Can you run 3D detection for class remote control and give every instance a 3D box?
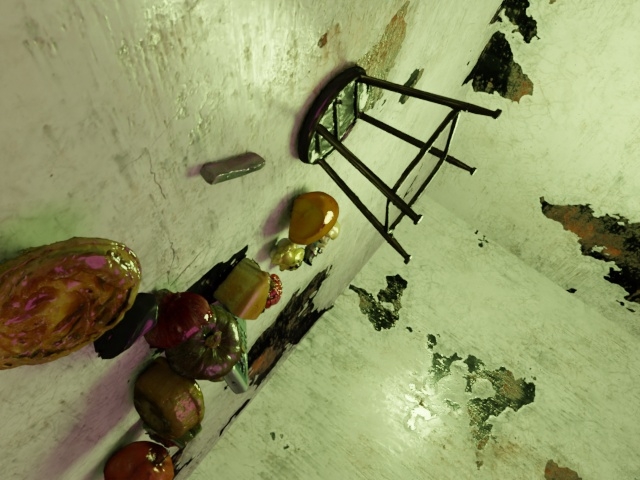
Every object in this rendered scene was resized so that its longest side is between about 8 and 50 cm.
[{"bbox_3d":[-0.266,0.323,1.815,0.296,0.056,0.140,-98,172,-48],"label":"remote control"}]

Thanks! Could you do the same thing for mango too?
[{"bbox_3d":[-0.014,-0.076,1.903,0.187,0.138,0.257,-64,170,17],"label":"mango"}]

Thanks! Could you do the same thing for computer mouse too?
[{"bbox_3d":[-0.419,0.177,1.242,0.172,0.099,0.057,-52,158,-19],"label":"computer mouse"}]

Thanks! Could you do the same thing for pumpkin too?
[{"bbox_3d":[-0.312,0.279,1.610,0.162,0.219,0.219,-21,-163,50],"label":"pumpkin"}]

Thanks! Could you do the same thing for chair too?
[{"bbox_3d":[0.179,-0.235,1.566,0.362,0.410,0.365,-52,166,-11],"label":"chair"}]

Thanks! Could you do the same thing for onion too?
[{"bbox_3d":[-0.355,0.180,1.419,0.183,0.147,0.184,-20,-164,6],"label":"onion"}]

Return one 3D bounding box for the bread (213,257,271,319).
[{"bbox_3d":[-0.225,0.159,1.793,0.169,0.140,0.160,-51,161,-13],"label":"bread"}]

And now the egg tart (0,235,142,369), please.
[{"bbox_3d":[-0.436,0.090,0.934,0.297,0.132,0.297,-34,154,-19],"label":"egg tart"}]

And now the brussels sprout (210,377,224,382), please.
[{"bbox_3d":[-0.355,0.366,1.860,0.131,0.145,0.183,-25,122,-7],"label":"brussels sprout"}]

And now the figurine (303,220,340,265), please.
[{"bbox_3d":[0.000,0.000,2.160,0.196,0.108,0.114,-64,163,-13],"label":"figurine"}]

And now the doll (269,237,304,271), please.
[{"bbox_3d":[-0.114,0.055,2.012,0.117,0.086,0.291,-49,169,-2],"label":"doll"}]

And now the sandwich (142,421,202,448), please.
[{"bbox_3d":[-0.498,0.642,1.940,0.109,0.184,0.160,-49,160,-52],"label":"sandwich"}]

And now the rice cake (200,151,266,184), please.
[{"bbox_3d":[-0.188,-0.162,1.293,0.036,0.047,0.206,-44,172,32],"label":"rice cake"}]

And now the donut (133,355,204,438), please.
[{"bbox_3d":[-0.435,0.461,1.673,0.128,0.208,0.261,-42,158,-39],"label":"donut"}]

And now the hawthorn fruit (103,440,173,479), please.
[{"bbox_3d":[-0.565,0.742,1.875,0.299,0.211,0.211,-37,175,26],"label":"hawthorn fruit"}]

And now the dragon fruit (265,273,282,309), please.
[{"bbox_3d":[-0.189,0.192,2.118,0.162,0.083,0.106,-47,163,-18],"label":"dragon fruit"}]
